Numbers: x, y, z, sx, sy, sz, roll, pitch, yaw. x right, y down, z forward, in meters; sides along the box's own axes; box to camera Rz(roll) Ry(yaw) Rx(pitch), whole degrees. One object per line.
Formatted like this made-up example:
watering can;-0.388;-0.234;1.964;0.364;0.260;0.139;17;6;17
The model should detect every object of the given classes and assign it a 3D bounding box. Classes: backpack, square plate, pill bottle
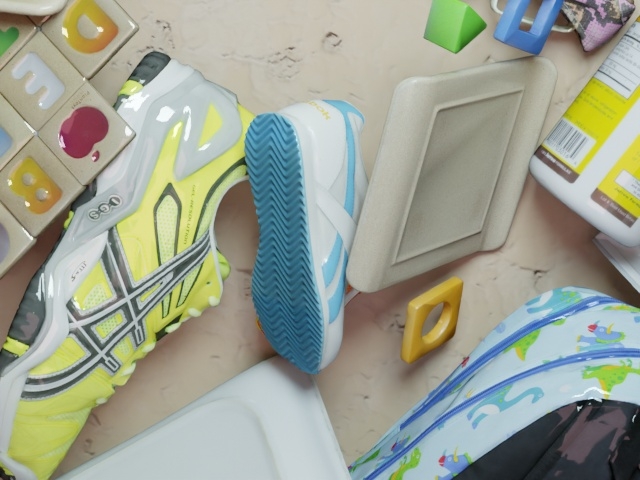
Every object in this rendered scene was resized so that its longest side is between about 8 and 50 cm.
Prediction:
backpack;0.181;0.210;1.159;0.290;0.273;0.355;33;132;-10
square plate;-0.125;0.275;1.122;0.347;0.344;0.049;-30;133;5
pill bottle;0.275;-0.109;1.145;0.117;0.117;0.215;35;100;-10

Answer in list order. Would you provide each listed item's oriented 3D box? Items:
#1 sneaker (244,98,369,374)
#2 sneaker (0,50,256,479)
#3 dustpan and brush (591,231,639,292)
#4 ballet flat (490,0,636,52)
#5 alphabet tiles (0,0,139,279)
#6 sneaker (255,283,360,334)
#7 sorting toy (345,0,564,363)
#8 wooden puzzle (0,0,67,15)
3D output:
sneaker;0.000;0.000;1.126;0.092;0.087;0.229;-22;122;-40
sneaker;-0.160;0.046;1.153;0.147;0.145;0.385;24;103;-8
dustpan and brush;0.353;0.034;1.197;0.211;0.147;0.060;15;115;-32
ballet flat;0.152;-0.225;1.136;0.221;0.077;0.079;33;104;-14
alphabet tiles;-0.312;-0.143;1.103;0.285;0.011;0.342;-44;80;8
sneaker;0.011;0.022;1.196;0.067;0.064;0.175;40;96;-1
sorting toy;0.098;-0.059;1.131;0.047;0.196;0.348;31;119;33
wooden puzzle;-0.286;-0.299;1.067;0.220;0.044;0.239;9;94;13
